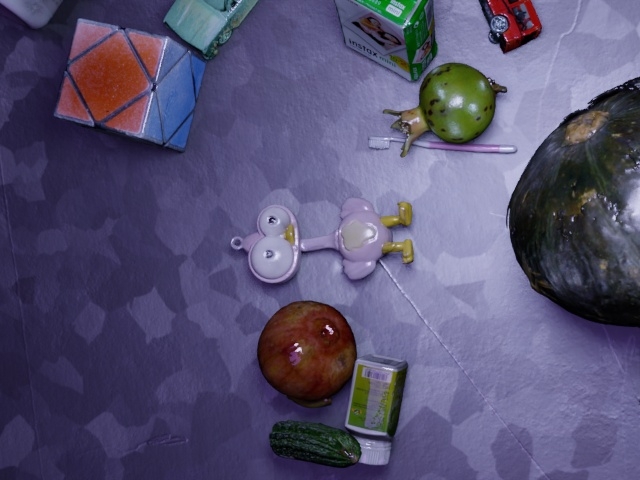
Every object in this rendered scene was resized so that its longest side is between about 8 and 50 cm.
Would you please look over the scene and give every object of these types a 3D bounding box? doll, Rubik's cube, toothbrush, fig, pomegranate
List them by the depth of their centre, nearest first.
[{"bbox_3d":[0.229,-0.235,1.801,0.220,0.156,0.156,-41,78,30],"label":"pomegranate"},{"bbox_3d":[-0.030,0.219,1.832,0.205,0.205,0.205,-1,87,15],"label":"fig"},{"bbox_3d":[0.230,-0.180,1.856,0.286,0.020,0.025,5,97,16],"label":"toothbrush"},{"bbox_3d":[0.000,0.000,1.872,0.365,0.094,0.160,-4,83,14],"label":"doll"},{"bbox_3d":[-0.372,-0.304,1.928,0.207,0.205,0.205,13,90,17],"label":"Rubik's cube"}]

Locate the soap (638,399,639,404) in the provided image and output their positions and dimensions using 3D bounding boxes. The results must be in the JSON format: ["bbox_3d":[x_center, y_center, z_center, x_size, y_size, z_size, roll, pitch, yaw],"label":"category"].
[{"bbox_3d":[0.605,0.171,1.701,0.037,0.092,0.252,14,91,17],"label":"soap"}]

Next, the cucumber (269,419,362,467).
[{"bbox_3d":[-0.008,0.373,1.790,0.265,0.077,0.077,-8,84,52],"label":"cucumber"}]

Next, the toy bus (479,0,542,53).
[{"bbox_3d":[0.335,-0.454,1.812,0.089,0.081,0.195,-23,82,3],"label":"toy bus"}]

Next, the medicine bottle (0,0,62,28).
[{"bbox_3d":[-0.595,-0.625,1.975,0.256,0.256,0.325,32,88,14],"label":"medicine bottle"}]

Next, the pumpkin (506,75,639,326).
[{"bbox_3d":[0.513,-0.068,1.560,0.344,0.454,0.454,39,98,-14],"label":"pumpkin"}]

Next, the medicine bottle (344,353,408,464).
[{"bbox_3d":[0.100,0.314,1.809,0.088,0.132,0.189,10,92,14],"label":"medicine bottle"}]

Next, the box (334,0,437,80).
[{"bbox_3d":[0.123,-0.409,1.779,0.180,0.250,0.103,33,80,17],"label":"box"}]

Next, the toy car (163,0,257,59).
[{"bbox_3d":[-0.183,-0.529,1.942,0.141,0.097,0.321,40,97,14],"label":"toy car"}]
